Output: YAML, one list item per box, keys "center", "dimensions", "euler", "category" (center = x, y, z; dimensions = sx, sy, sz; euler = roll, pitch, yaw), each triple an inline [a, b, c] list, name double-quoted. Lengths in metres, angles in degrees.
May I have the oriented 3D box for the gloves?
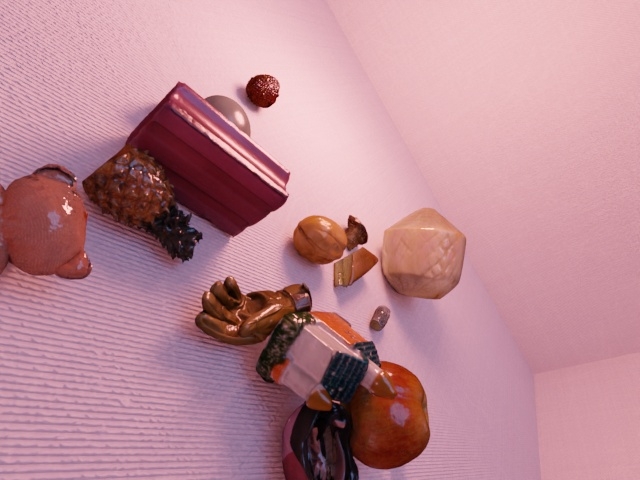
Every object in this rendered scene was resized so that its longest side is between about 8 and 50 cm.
- center: [-0.163, 0.173, 0.981]
  dimensions: [0.331, 0.141, 0.154]
  euler: [-1, 56, -46]
  category: "gloves"

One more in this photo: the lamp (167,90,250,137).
- center: [-0.314, -0.317, 1.112]
  dimensions: [0.243, 0.198, 0.198]
  euler: [15, 52, -22]
  category: "lamp"

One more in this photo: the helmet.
- center: [-0.016, 0.506, 0.946]
  dimensions: [0.198, 0.154, 0.254]
  euler: [28, 62, -47]
  category: "helmet"

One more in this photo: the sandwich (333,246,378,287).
- center: [0.125, 0.093, 1.506]
  dimensions: [0.258, 0.094, 0.096]
  euler: [-27, 91, -57]
  category: "sandwich"

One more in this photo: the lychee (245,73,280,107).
- center: [-0.210, -0.550, 1.473]
  dimensions: [0.129, 0.123, 0.124]
  euler: [-4, 70, -57]
  category: "lychee"

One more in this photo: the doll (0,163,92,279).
- center: [-0.532, -0.011, 0.625]
  dimensions: [0.303, 0.156, 0.202]
  euler: [-7, 80, -27]
  category: "doll"

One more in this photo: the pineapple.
- center: [-0.361, -0.060, 0.869]
  dimensions: [0.279, 0.157, 0.158]
  euler: [52, 33, -23]
  category: "pineapple"

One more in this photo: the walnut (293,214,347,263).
- center: [0.000, 0.000, 1.335]
  dimensions: [0.206, 0.159, 0.159]
  euler: [25, 47, -44]
  category: "walnut"

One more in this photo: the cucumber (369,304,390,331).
- center: [0.228, 0.299, 1.532]
  dimensions: [0.064, 0.064, 0.112]
  euler: [56, 34, -10]
  category: "cucumber"

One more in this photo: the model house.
- center: [0.037, 0.319, 0.974]
  dimensions: [0.300, 0.190, 0.271]
  euler: [29, 5, 32]
  category: "model house"

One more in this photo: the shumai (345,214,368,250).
- center: [0.132, -0.037, 1.627]
  dimensions: [0.105, 0.139, 0.123]
  euler: [-15, 46, -28]
  category: "shumai"

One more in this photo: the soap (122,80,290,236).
- center: [-0.276, -0.178, 0.994]
  dimensions: [0.359, 0.232, 0.128]
  euler: [37, 38, -35]
  category: "soap"

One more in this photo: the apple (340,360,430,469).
- center: [0.185, 0.471, 1.105]
  dimensions: [0.309, 0.249, 0.278]
  euler: [-158, -108, -84]
  category: "apple"

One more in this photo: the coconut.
- center: [0.464, 0.054, 1.794]
  dimensions: [0.415, 0.344, 0.416]
  euler: [-14, 106, -61]
  category: "coconut"
